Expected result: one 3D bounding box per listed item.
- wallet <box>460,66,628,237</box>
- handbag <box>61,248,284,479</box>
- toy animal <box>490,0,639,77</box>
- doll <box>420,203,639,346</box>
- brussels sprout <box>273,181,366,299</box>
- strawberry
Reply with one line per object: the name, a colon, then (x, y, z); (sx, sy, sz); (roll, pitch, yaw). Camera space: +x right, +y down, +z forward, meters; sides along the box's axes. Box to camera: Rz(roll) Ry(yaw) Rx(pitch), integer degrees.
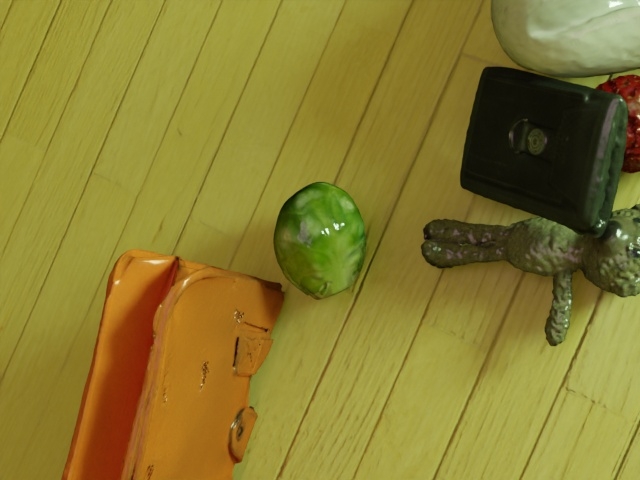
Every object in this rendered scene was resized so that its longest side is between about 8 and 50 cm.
wallet: (0.254, -0.111, 1.315); (0.245, 0.052, 0.168); (27, 115, 53)
handbag: (-0.180, 0.230, 1.395); (0.116, 0.303, 0.409); (10, 86, 26)
toy animal: (0.328, -0.304, 1.311); (0.265, 0.206, 0.271); (-21, 74, 17)
doll: (0.273, -0.002, 1.351); (0.202, 0.091, 0.286); (-48, 48, -11)
brussels sprout: (0.003, -0.001, 1.443); (0.118, 0.155, 0.155); (-17, 73, 21)
strawberry: (0.356, -0.132, 1.301); (0.148, 0.131, 0.131); (-25, 70, 19)
